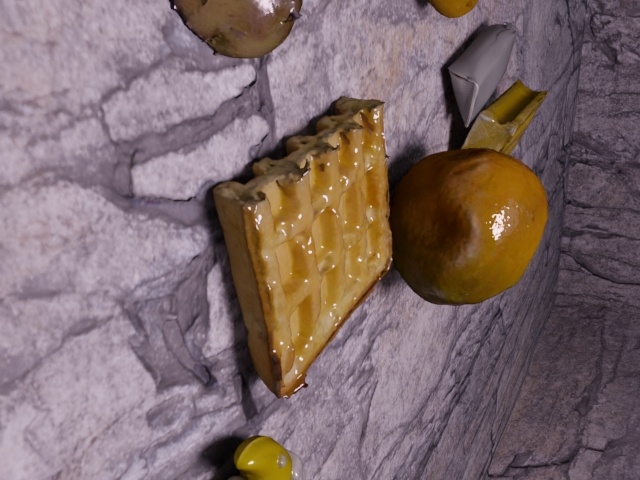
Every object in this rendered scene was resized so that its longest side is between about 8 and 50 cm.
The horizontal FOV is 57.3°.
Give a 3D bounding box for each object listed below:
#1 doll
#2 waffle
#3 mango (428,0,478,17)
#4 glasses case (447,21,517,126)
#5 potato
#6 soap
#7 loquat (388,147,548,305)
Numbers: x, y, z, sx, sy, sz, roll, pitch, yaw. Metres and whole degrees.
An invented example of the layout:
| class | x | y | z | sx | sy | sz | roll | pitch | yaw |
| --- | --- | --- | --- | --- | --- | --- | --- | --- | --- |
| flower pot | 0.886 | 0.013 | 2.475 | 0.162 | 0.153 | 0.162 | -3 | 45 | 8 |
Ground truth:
| class | x | y | z | sx | sy | sz | roll | pitch | yaw |
| --- | --- | --- | --- | --- | --- | --- | --- | --- | --- |
| doll | -0.093 | 0.368 | 0.730 | 0.237 | 0.111 | 0.252 | -66 | 158 | -19 |
| waffle | 0.001 | 0.000 | 0.803 | 0.348 | 0.078 | 0.304 | -44 | 137 | -46 |
| mango | 0.198 | -0.480 | 0.948 | 0.253 | 0.113 | 0.138 | 47 | 63 | -48 |
| glasses case | 0.346 | -0.368 | 1.279 | 0.308 | 0.083 | 0.128 | -50 | 146 | -41 |
| potato | -0.070 | -0.232 | 0.581 | 0.172 | 0.089 | 0.100 | -23 | 122 | -58 |
| soap | 0.416 | -0.246 | 1.374 | 0.315 | 0.091 | 0.199 | -42 | 161 | -47 |
| loquat | 0.262 | -0.026 | 1.050 | 0.276 | 0.276 | 0.283 | -8 | 96 | -60 |
